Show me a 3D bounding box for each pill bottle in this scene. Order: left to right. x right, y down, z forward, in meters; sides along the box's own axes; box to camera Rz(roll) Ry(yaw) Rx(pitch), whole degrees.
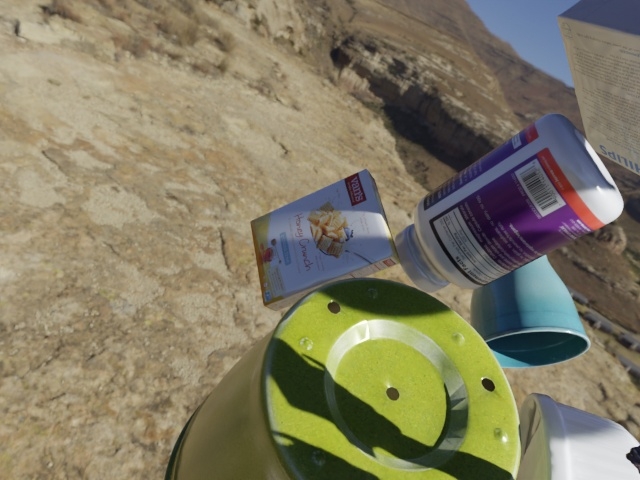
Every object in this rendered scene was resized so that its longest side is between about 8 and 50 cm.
[{"bbox_3d":[0.281,-0.040,0.790,0.181,0.322,0.182,31,41,-31],"label":"pill bottle"}]

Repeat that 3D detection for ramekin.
[{"bbox_3d":[0.332,0.349,0.648,0.127,0.273,0.273,6,19,13],"label":"ramekin"}]

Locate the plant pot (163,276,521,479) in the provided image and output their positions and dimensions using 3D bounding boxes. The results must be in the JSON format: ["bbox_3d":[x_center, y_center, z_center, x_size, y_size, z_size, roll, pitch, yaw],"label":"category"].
[{"bbox_3d":[0.021,0.233,0.544,0.365,0.353,0.367,10,49,-12],"label":"plant pot"}]

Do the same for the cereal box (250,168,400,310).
[{"bbox_3d":[0.000,0.000,0.844,0.047,0.240,0.173,38,33,-56],"label":"cereal box"}]

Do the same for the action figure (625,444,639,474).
[{"bbox_3d":[0.238,0.209,0.325,0.099,0.285,0.185,24,52,18],"label":"action figure"}]

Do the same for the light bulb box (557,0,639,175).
[{"bbox_3d":[0.717,-0.368,0.963,0.361,0.357,0.225,50,8,-37],"label":"light bulb box"}]

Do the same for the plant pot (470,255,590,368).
[{"bbox_3d":[0.510,0.161,1.261,0.271,0.271,0.256,18,55,-23],"label":"plant pot"}]
